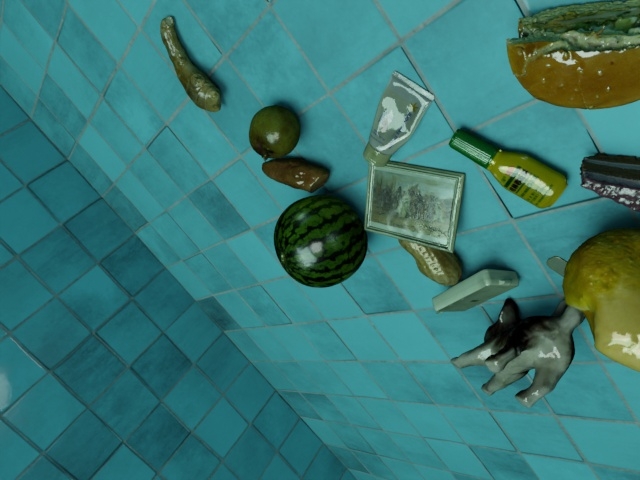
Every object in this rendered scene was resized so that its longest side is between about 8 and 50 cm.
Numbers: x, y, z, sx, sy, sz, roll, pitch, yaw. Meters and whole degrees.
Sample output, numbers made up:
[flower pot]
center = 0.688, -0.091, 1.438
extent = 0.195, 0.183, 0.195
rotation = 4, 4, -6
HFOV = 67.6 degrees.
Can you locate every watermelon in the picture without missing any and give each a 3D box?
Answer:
[watermelon]
center = 0.000, 0.000, 1.432
extent = 0.284, 0.285, 0.285
rotation = 25, 142, 22

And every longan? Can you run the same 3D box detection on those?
[longan]
center = -0.133, -0.294, 1.338
extent = 0.144, 0.176, 0.155
rotation = 20, 157, 5

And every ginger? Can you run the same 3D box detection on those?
[ginger]
center = -0.393, -0.515, 1.428
extent = 0.295, 0.086, 0.131
rotation = 61, 163, -18

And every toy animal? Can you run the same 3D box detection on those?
[toy animal]
center = 0.541, 0.271, 1.275
extent = 0.194, 0.302, 0.344
rotation = 45, 170, 3

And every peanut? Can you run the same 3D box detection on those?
[peanut]
center = 0.304, 0.040, 1.341
extent = 0.226, 0.095, 0.108
rotation = 47, 134, -5

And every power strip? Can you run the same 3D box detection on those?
[power strip]
center = 0.425, 0.146, 1.334
extent = 0.117, 0.046, 0.270
rotation = 3, 154, -24

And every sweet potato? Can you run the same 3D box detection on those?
[sweet potato]
center = -0.084, -0.201, 1.453
extent = 0.251, 0.097, 0.097
rotation = 15, 138, 31

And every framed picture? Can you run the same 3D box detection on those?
[framed picture]
center = 0.235, -0.096, 1.261
extent = 0.274, 0.017, 0.217
rotation = 15, 113, 33

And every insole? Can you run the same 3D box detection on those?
[insole]
center = 0.638, 0.102, 1.170
extent = 0.188, 0.004, 0.064
rotation = 38, 144, 5

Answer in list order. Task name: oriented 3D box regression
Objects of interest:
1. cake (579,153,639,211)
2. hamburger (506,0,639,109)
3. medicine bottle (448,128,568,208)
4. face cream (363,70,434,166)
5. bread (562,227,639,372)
[cake]
center = 0.631, -0.099, 0.867
extent = 0.295, 0.116, 0.113
rotation = 22, 137, 22
[hamburger]
center = 0.461, -0.295, 0.789
extent = 0.282, 0.144, 0.157
rotation = 11, 136, 33
[medicine bottle]
center = 0.405, -0.165, 1.052
extent = 0.260, 0.064, 0.095
rotation = 34, 145, 12
[face cream]
center = 0.175, -0.284, 1.156
extent = 0.114, 0.070, 0.224
rotation = 35, 136, 8
[bread]
center = 0.663, 0.110, 0.880
extent = 0.393, 0.360, 0.251
rotation = 22, 104, 30
